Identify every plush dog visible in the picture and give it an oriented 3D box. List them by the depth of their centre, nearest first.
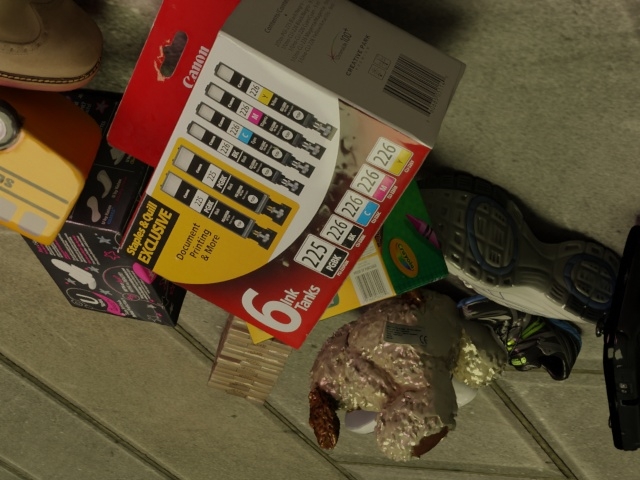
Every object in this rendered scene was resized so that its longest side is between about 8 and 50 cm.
[{"bbox_3d":[0.077,0.149,1.831,0.225,0.262,0.210,-27,100,42],"label":"plush dog"}]

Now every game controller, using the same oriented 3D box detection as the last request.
[{"bbox_3d":[0.349,0.115,1.626,0.067,0.166,0.319,2,152,15],"label":"game controller"}]

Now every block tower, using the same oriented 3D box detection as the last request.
[{"bbox_3d":[-0.085,0.127,1.975,0.091,0.097,0.335,17,156,-3],"label":"block tower"}]

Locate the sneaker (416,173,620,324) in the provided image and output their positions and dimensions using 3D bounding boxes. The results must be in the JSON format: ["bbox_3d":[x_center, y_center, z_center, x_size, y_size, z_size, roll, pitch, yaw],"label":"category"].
[{"bbox_3d":[0.191,0.024,1.603,0.297,0.111,0.129,29,157,-26],"label":"sneaker"}]

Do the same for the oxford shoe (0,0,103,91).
[{"bbox_3d":[-0.332,-0.246,1.303,0.348,0.123,0.130,26,145,-29],"label":"oxford shoe"}]

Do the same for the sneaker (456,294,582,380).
[{"bbox_3d":[0.247,0.117,1.791,0.188,0.078,0.067,29,151,-27],"label":"sneaker"}]

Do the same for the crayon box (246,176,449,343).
[{"bbox_3d":[0.000,0.000,1.567,0.081,0.165,0.278,-18,177,-37],"label":"crayon box"}]

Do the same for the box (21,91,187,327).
[{"bbox_3d":[-0.230,-0.033,1.635,0.142,0.163,0.247,11,156,14],"label":"box"}]

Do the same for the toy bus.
[{"bbox_3d":[-0.377,-0.133,1.403,0.333,0.108,0.130,27,120,-13],"label":"toy bus"}]

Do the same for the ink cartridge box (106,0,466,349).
[{"bbox_3d":[-0.063,-0.086,1.332,0.272,0.130,0.309,28,135,-3],"label":"ink cartridge box"}]

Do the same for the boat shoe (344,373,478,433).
[{"bbox_3d":[0.126,0.235,2.084,0.084,0.095,0.258,29,153,-20],"label":"boat shoe"}]
